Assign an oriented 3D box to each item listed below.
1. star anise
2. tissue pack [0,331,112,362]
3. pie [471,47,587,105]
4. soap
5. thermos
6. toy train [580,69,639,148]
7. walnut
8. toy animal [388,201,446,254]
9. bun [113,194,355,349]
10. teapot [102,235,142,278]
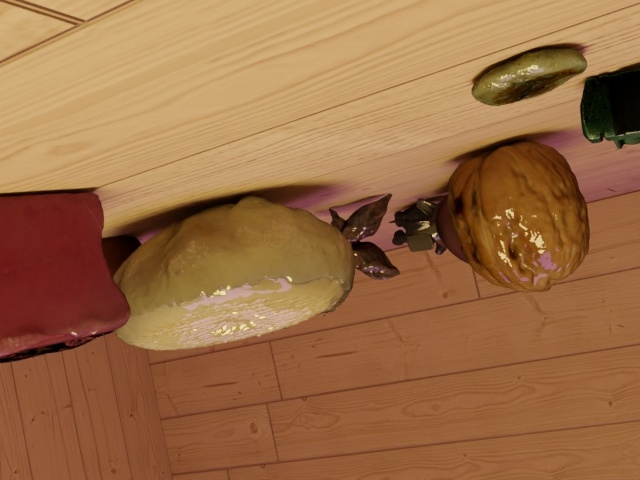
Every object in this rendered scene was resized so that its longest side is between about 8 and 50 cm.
[{"bbox_3d":[0.000,0.000,1.047,0.148,0.218,0.227,-61,169,24],"label":"star anise"},{"bbox_3d":[-0.497,0.134,1.299,0.245,0.123,0.332,-2,167,-36],"label":"tissue pack"},{"bbox_3d":[0.146,-0.114,0.533,0.085,0.017,0.085,-13,176,-1],"label":"pie"},{"bbox_3d":[-0.360,0.063,0.673,0.233,0.128,0.359,-10,175,-44],"label":"soap"},{"bbox_3d":[0.227,-0.025,1.145,0.176,0.146,0.265,-18,-178,-9],"label":"thermos"},{"bbox_3d":[0.292,-0.113,0.667,0.111,0.071,0.170,-4,180,24],"label":"toy train"},{"bbox_3d":[0.232,-0.023,0.884,0.155,0.184,0.155,-20,-171,4],"label":"walnut"},{"bbox_3d":[0.244,-0.020,1.380,0.245,0.114,0.146,-11,176,-25],"label":"toy animal"},{"bbox_3d":[-0.109,0.036,0.892,0.287,0.146,0.287,-14,162,-5],"label":"bun"},{"bbox_3d":[-0.267,0.056,0.971,0.116,0.116,0.173,-12,176,-3],"label":"teapot"}]
